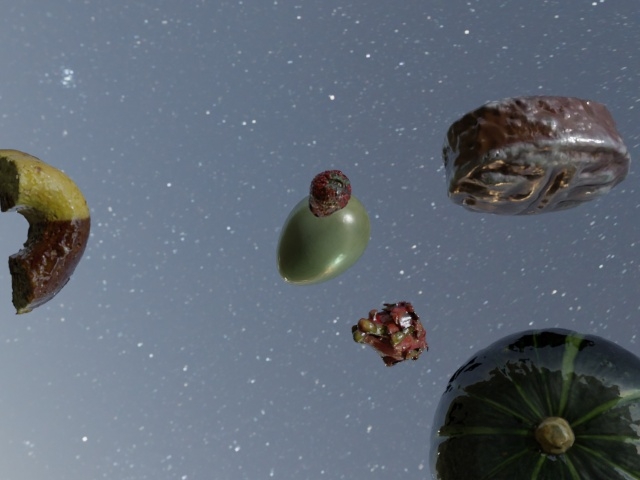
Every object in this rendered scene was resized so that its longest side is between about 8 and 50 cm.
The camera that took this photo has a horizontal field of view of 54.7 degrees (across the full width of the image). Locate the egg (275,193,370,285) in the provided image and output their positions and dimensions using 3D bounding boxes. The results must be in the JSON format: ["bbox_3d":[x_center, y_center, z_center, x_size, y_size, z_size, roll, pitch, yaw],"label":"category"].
[{"bbox_3d":[0.000,0.000,1.632,0.218,0.218,0.295,46,-74,22],"label":"egg"}]

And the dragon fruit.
[{"bbox_3d":[0.149,0.194,1.315,0.133,0.207,0.150,38,-63,47],"label":"dragon fruit"}]

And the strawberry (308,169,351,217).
[{"bbox_3d":[0.014,-0.085,1.174,0.096,0.083,0.083,-35,-99,33],"label":"strawberry"}]

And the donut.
[{"bbox_3d":[-0.474,-0.019,1.098,0.112,0.151,0.295,4,-82,56],"label":"donut"}]

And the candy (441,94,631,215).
[{"bbox_3d":[0.330,-0.131,0.971,0.214,0.289,0.157,112,-27,-63],"label":"candy"}]

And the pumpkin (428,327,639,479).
[{"bbox_3d":[0.293,0.271,0.774,0.323,0.323,0.241,20,-24,39],"label":"pumpkin"}]
